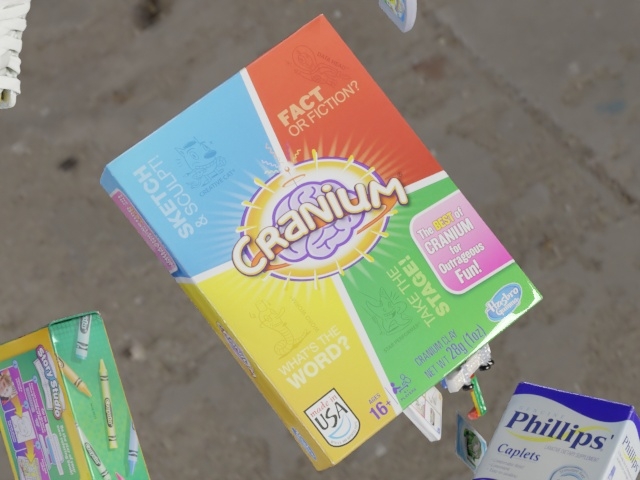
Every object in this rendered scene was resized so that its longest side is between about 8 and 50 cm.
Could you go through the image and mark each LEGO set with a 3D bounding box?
[{"bbox_3d":[0.126,0.146,1.725,0.060,0.244,0.182,-14,52,25],"label":"LEGO set"}]

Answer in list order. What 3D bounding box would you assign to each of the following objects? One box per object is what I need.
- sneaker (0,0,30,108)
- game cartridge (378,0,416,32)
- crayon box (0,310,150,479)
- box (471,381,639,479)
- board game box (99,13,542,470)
[{"bbox_3d":[-0.255,-0.148,1.265,0.092,0.087,0.229,52,129,12],"label":"sneaker"},{"bbox_3d":[0.085,-0.269,1.874,0.017,0.083,0.056,-33,62,-18],"label":"game cartridge"},{"bbox_3d":[-0.300,0.240,2.033,0.081,0.278,0.165,-13,-5,-43],"label":"crayon box"},{"bbox_3d":[0.223,0.215,1.593,0.126,0.072,0.137,10,59,34],"label":"box"},{"bbox_3d":[0.000,0.000,1.464,0.242,0.316,0.064,-37,-2,-16],"label":"board game box"}]
